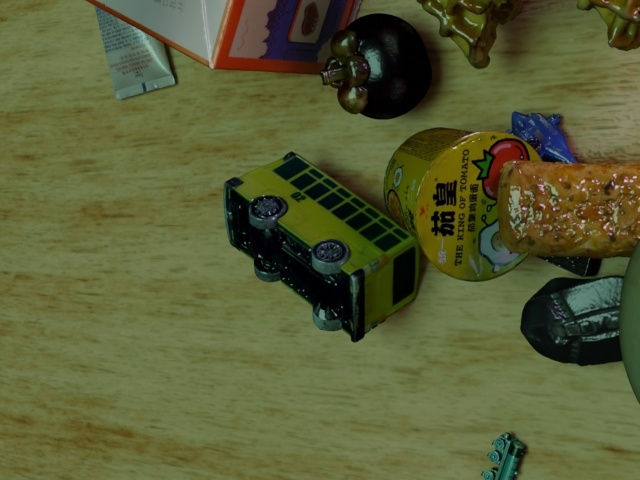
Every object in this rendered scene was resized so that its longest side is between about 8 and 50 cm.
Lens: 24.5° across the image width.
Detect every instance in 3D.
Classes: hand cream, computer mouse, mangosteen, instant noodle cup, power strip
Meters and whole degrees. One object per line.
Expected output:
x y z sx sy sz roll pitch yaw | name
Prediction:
-0.294 -0.345 2.255 0.133 0.083 0.248 -6 99 42 | hand cream
0.311 0.096 1.733 0.192 0.062 0.106 -11 100 41 | computer mouse
0.064 -0.221 1.887 0.137 0.151 0.137 26 122 52 | mangosteen
0.167 -0.056 1.785 0.144 0.182 0.182 -144 62 -64 | instant noodle cup
0.286 0.009 1.784 0.111 0.029 0.038 25 108 38 | power strip

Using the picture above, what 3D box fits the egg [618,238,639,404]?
0.419 0.084 1.547 0.218 0.218 0.295 34 120 35 | egg

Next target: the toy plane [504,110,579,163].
0.288 -0.108 1.768 0.062 0.054 0.167 -46 60 4 | toy plane

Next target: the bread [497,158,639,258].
0.307 -0.036 1.677 0.211 0.083 0.114 -1 96 8 | bread

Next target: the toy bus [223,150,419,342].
0.000 0.000 1.954 0.262 0.150 0.128 37 145 34 | toy bus

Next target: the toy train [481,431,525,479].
0.229 0.287 1.852 0.045 0.029 0.092 25 107 30 | toy train

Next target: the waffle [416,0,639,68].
0.247 -0.333 1.677 0.324 0.151 0.261 -4 126 38 | waffle

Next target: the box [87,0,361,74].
-0.127 -0.428 1.976 0.348 0.257 0.319 30 113 35 | box
